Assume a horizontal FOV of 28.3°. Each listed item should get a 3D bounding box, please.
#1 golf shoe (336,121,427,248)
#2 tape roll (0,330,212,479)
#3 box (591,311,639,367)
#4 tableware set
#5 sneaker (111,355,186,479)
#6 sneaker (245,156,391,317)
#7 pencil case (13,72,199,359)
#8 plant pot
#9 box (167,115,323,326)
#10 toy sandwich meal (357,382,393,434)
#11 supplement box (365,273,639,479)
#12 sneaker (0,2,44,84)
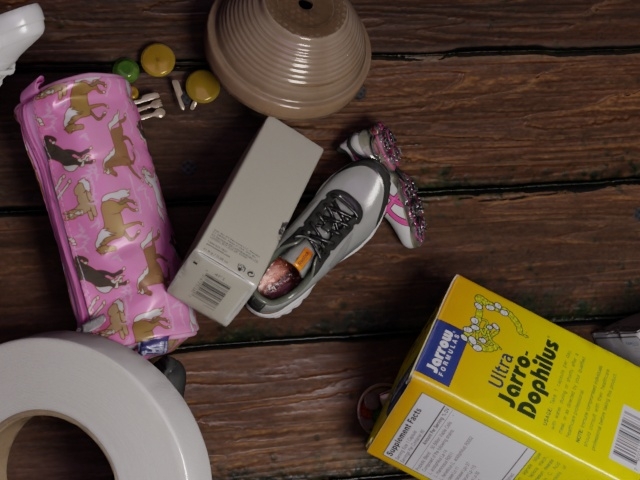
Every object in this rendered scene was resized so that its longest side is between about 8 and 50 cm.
[{"bbox_3d":[0.090,-0.071,1.800,0.086,0.067,0.186,-21,96,23],"label":"golf shoe"},{"bbox_3d":[-0.324,0.304,1.579,0.392,0.072,0.392,2,95,18],"label":"tape roll"},{"bbox_3d":[0.503,0.244,1.786,0.087,0.169,0.290,-23,88,-12],"label":"box"},{"bbox_3d":[-0.207,-0.228,1.773,0.154,0.024,0.104,-19,85,-11],"label":"tableware set"},{"bbox_3d":[-0.202,0.317,1.675,0.146,0.122,0.330,13,95,-16],"label":"sneaker"},{"bbox_3d":[0.000,0.000,1.726,0.100,0.108,0.271,41,88,0],"label":"sneaker"},{"bbox_3d":[-0.282,-0.029,1.668,0.160,0.167,0.386,-16,86,4],"label":"pencil case"},{"bbox_3d":[-0.035,-0.290,1.725,0.237,0.109,0.237,8,59,-13],"label":"plant pot"},{"bbox_3d":[-0.095,-0.029,1.665,0.094,0.113,0.275,31,49,-7],"label":"box"},{"bbox_3d":[0.093,0.238,1.779,0.086,0.029,0.085,1,84,-11],"label":"toy sandwich meal"},{"bbox_3d":[0.274,0.240,1.671,0.357,0.194,0.195,27,48,2],"label":"supplement box"},{"bbox_3d":[-0.442,-0.178,1.641,0.293,0.108,0.169,-25,94,25],"label":"sneaker"}]
